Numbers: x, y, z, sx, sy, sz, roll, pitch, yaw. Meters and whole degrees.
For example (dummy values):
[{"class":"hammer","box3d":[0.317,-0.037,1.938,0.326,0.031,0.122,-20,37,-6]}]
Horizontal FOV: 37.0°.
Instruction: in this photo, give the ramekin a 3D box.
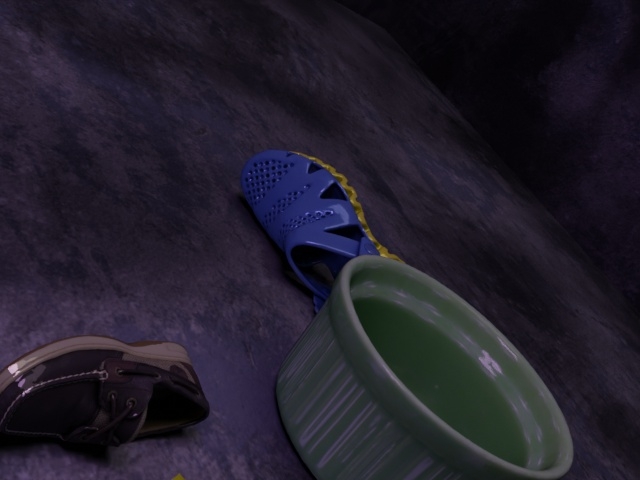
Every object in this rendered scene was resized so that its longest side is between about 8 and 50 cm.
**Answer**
[{"class":"ramekin","box3d":[0.100,0.172,1.001,0.303,0.148,0.303,33,22,-16]}]

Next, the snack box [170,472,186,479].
[{"class":"snack box","box3d":[-0.079,0.274,0.615,0.207,0.070,0.174,43,21,11]}]

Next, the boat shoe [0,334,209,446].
[{"class":"boat shoe","box3d":[-0.164,0.126,0.759,0.073,0.080,0.223,43,17,24]}]

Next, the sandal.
[{"class":"sandal","box3d":[0.000,0.000,1.226,0.317,0.126,0.138,47,27,22]}]
